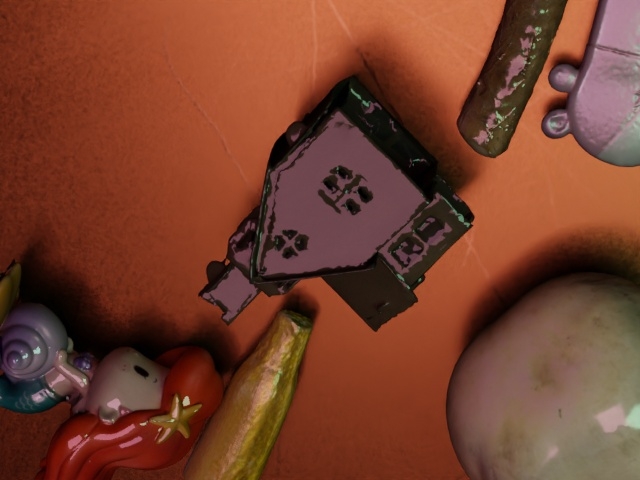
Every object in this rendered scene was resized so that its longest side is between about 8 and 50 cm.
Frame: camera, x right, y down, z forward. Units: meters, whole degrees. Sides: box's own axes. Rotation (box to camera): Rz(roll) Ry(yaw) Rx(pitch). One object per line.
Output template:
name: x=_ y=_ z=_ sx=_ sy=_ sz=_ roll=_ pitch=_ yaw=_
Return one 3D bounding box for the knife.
knife: x=0.308 y=-0.264 z=1.706 sx=0.132 sy=0.038 sz=0.399 roll=12 pitch=108 yaw=0

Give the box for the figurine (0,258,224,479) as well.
figurine: x=-0.248 y=0.160 z=1.866 sx=0.257 sy=0.181 sz=0.208 roll=31 pitch=71 yaw=-4

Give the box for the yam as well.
yam: x=0.199 y=-0.221 z=1.722 sx=0.066 sy=0.066 sz=0.300 roll=18 pitch=110 yaw=3

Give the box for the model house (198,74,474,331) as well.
model house: x=0.000 y=0.000 z=1.743 sx=0.243 sy=0.211 sz=0.204 roll=-43 pitch=95 yaw=13

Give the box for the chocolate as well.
chocolate: x=-0.066 y=0.171 z=1.880 sx=0.085 sy=0.085 sz=0.219 roll=26 pitch=109 yaw=0

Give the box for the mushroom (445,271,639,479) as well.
mushroom: x=0.263 y=0.162 z=1.778 sx=0.260 sy=0.234 sz=0.254 roll=13 pitch=78 yaw=43
